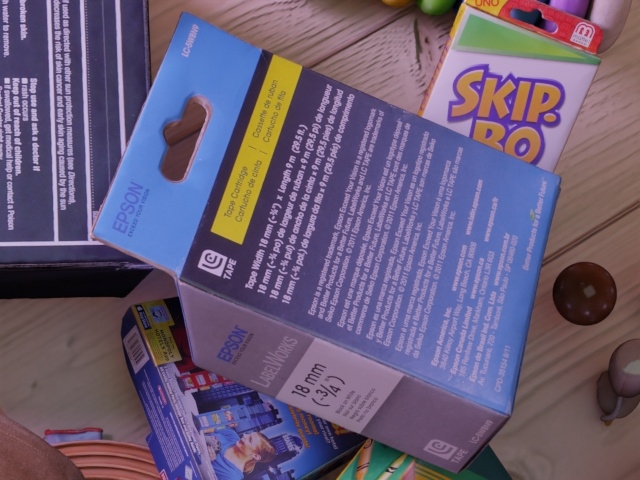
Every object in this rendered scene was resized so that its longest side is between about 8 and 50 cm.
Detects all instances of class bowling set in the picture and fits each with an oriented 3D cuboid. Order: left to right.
[{"bbox_3d":[0.296,0.080,1.621,0.200,0.154,0.287,33,76,14],"label":"bowling set"}]

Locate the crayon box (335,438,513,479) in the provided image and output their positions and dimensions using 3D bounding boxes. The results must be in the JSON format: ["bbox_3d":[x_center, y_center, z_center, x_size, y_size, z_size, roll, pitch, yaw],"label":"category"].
[{"bbox_3d":[0.052,0.278,1.483,0.278,0.081,0.165,-49,116,-32],"label":"crayon box"}]

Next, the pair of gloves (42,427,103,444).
[{"bbox_3d":[-0.157,0.229,1.539,0.198,0.023,0.159,4,80,-13],"label":"pair of gloves"}]

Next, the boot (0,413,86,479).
[{"bbox_3d":[-0.182,0.231,1.442,0.305,0.112,0.115,35,55,-11],"label":"boot"}]

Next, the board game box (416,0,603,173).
[{"bbox_3d":[0.136,-0.078,1.596,0.124,0.039,0.259,20,100,-9],"label":"board game box"}]

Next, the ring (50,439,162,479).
[{"bbox_3d":[-0.179,0.324,1.494,0.336,0.032,0.336,2,82,-13],"label":"ring"}]

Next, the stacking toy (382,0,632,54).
[{"bbox_3d":[0.095,-0.246,1.621,0.330,0.141,0.141,6,80,-8],"label":"stacking toy"}]

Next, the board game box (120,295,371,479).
[{"bbox_3d":[-0.048,0.133,1.540,0.194,0.060,0.194,-8,65,-36],"label":"board game box"}]

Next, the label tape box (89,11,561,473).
[{"bbox_3d":[0.000,0.000,1.469,0.334,0.106,0.240,23,52,-7],"label":"label tape box"}]

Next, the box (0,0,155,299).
[{"bbox_3d":[-0.286,-0.105,1.481,0.294,0.183,0.296,0,81,-13],"label":"box"}]
